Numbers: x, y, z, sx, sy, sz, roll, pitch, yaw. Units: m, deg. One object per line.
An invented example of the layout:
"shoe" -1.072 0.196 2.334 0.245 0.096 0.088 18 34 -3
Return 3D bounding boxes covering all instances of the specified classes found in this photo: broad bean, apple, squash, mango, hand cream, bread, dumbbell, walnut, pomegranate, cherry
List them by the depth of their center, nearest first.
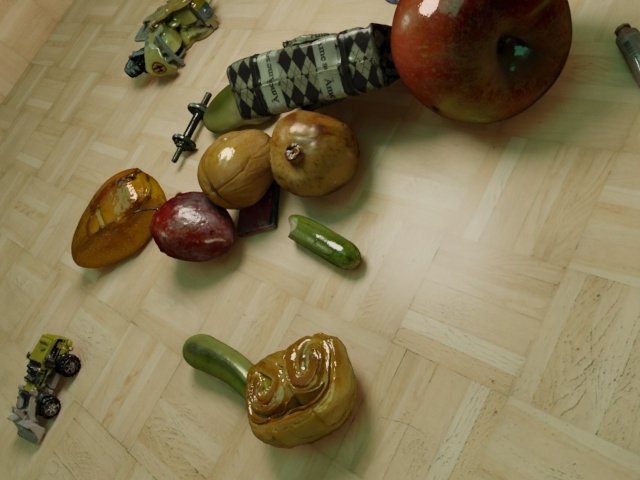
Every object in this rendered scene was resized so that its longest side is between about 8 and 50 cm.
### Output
"hand cream" 0.626 -0.337 1.110 0.067 0.043 0.210 -25 58 23
"bread" -0.036 0.295 1.128 0.236 0.120 0.198 -28 50 19
"apple" 0.318 -0.413 1.174 0.348 0.348 0.277 -42 27 6
"squash" -0.218 0.278 1.294 0.250 0.083 0.083 21 77 37
"squash" 0.000 0.000 1.312 0.238 0.069 0.069 30 83 41
"pomegranate" -0.022 -0.206 1.347 0.215 0.215 0.216 -16 56 26
"walnut" -0.201 -0.182 1.438 0.193 0.193 0.226 9 45 37
"cherry" -0.317 -0.030 1.473 0.249 0.192 0.175 16 111 29
"broad bean" -0.244 -0.401 1.681 0.262 0.121 0.189 -6 57 34
"mango" -0.597 -0.051 1.686 0.350 0.201 0.199 -43 11 16
"dumbbell" -0.396 -0.350 1.777 0.081 0.081 0.254 10 69 37

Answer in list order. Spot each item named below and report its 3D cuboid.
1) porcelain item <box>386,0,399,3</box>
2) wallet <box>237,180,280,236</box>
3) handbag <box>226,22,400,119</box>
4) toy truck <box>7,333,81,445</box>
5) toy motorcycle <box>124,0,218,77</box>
"porcelain item" 0.213 -0.739 1.573 0.147 0.114 0.147 -16 55 25
"wallet" -0.160 -0.122 1.521 0.119 0.025 0.233 -16 55 27
"handbag" 0.030 -0.418 1.413 0.415 0.180 0.316 -2 19 35
"toy truck" -0.763 0.396 1.568 0.136 0.111 0.286 6 70 34
"toy motorcycle" -0.526 -0.728 2.032 0.237 0.168 0.410 32 84 40
